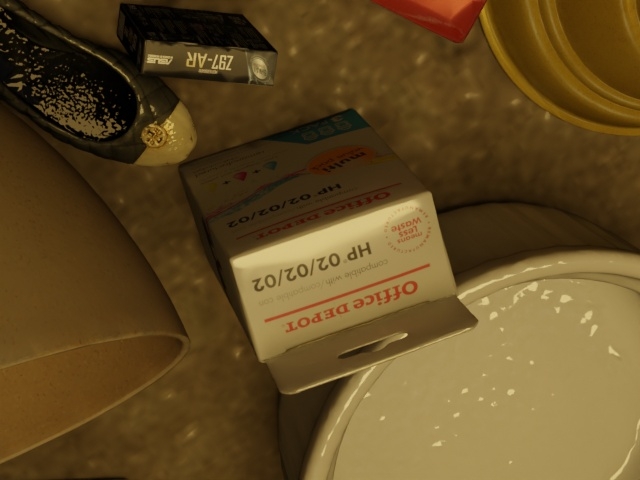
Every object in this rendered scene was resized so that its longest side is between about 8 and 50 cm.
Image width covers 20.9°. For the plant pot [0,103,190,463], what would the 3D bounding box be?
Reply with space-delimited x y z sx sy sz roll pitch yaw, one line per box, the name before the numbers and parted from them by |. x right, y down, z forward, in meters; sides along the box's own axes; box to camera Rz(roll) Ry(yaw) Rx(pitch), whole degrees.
plant pot | -0.225 0.015 0.795 0.284 0.284 0.191 -22 80 -6

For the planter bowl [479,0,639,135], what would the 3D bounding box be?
planter bowl | 0.197 -0.146 0.919 0.217 0.090 0.217 -5 113 -13

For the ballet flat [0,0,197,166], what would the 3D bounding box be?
ballet flat | -0.138 -0.082 0.875 0.173 0.049 0.057 29 102 -23

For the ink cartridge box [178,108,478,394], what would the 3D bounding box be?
ink cartridge box | 0.000 0.000 0.871 0.104 0.181 0.061 -19 114 -8

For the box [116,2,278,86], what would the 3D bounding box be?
box | -0.063 -0.099 0.870 0.067 0.083 0.018 3 109 -17

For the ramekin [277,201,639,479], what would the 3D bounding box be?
ramekin | 0.107 0.112 0.971 0.277 0.135 0.277 -6 112 -14

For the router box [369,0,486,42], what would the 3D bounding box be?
router box | -0.011 -0.299 0.806 0.335 0.082 0.301 23 103 -22

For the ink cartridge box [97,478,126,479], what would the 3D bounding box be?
ink cartridge box | -0.160 0.217 0.893 0.159 0.218 0.092 0 111 -15
